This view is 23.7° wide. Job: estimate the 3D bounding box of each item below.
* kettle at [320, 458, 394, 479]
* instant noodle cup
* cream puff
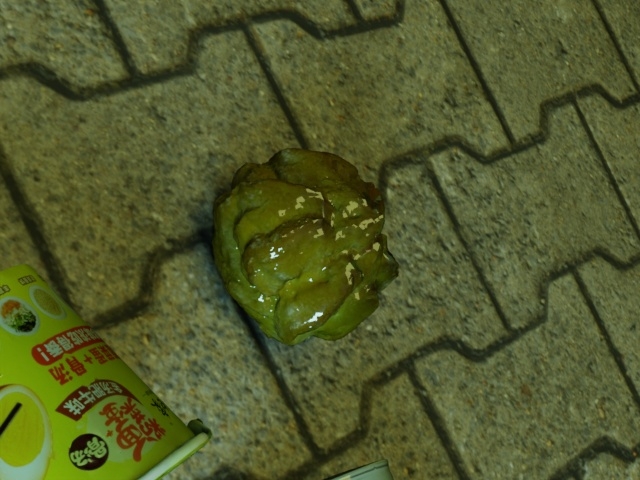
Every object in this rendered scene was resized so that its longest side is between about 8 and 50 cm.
[{"bbox_3d":[0.055,0.404,1.611,0.265,0.205,0.318,-13,76,-49],"label":"kettle"},{"bbox_3d":[-0.276,0.173,1.310,0.221,0.311,0.311,54,37,3],"label":"instant noodle cup"},{"bbox_3d":[-0.014,0.006,1.805,0.244,0.196,0.244,1,87,-26],"label":"cream puff"}]
